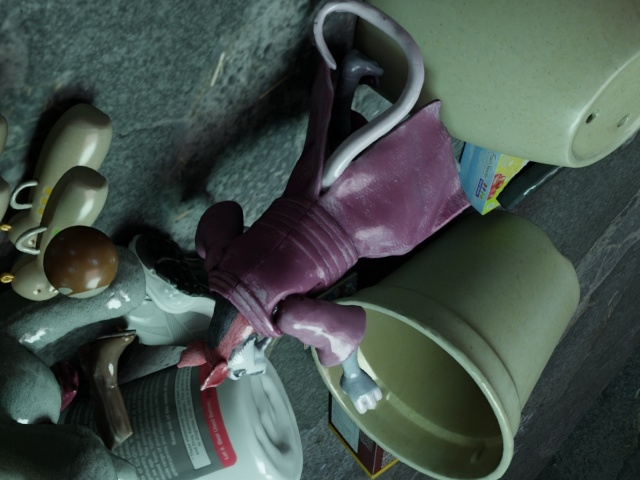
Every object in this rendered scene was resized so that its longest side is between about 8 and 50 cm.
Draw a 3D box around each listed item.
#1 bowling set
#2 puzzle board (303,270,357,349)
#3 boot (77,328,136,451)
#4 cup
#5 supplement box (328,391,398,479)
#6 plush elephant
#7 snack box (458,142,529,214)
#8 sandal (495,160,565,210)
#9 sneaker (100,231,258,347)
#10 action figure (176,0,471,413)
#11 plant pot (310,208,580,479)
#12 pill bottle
[{"bbox_3d":[-0.256,0.002,0.818,0.287,0.200,0.154,-1,134,-49],"label":"bowling set"},{"bbox_3d":[0.015,0.105,1.558,0.096,0.011,0.128,-33,152,-19],"label":"puzzle board"},{"bbox_3d":[-0.206,0.153,1.088,0.037,0.114,0.106,-6,167,-37],"label":"boot"},{"bbox_3d":[0.236,-0.213,1.124,0.331,0.237,0.331,-33,153,-19],"label":"cup"},{"bbox_3d":[0.127,0.275,1.840,0.191,0.129,0.194,-33,153,-19],"label":"supplement box"},{"bbox_3d":[-0.291,0.203,1.005,0.329,0.272,0.255,-13,138,4],"label":"plush elephant"},{"bbox_3d":[0.295,-0.152,1.490,0.207,0.070,0.174,-31,151,-26],"label":"snack box"},{"bbox_3d":[0.341,-0.201,1.350,0.446,0.107,0.167,-45,179,-24],"label":"sandal"},{"bbox_3d":[-0.159,0.075,1.187,0.108,0.100,0.271,-36,150,10],"label":"sneaker"},{"bbox_3d":[0.000,0.000,1.048,0.370,0.248,0.276,-50,163,-21],"label":"action figure"},{"bbox_3d":[0.206,0.124,1.545,0.305,0.333,0.334,-44,159,-32],"label":"plant pot"},{"bbox_3d":[-0.196,0.244,1.202,0.318,0.176,0.176,-21,157,12],"label":"pill bottle"}]
